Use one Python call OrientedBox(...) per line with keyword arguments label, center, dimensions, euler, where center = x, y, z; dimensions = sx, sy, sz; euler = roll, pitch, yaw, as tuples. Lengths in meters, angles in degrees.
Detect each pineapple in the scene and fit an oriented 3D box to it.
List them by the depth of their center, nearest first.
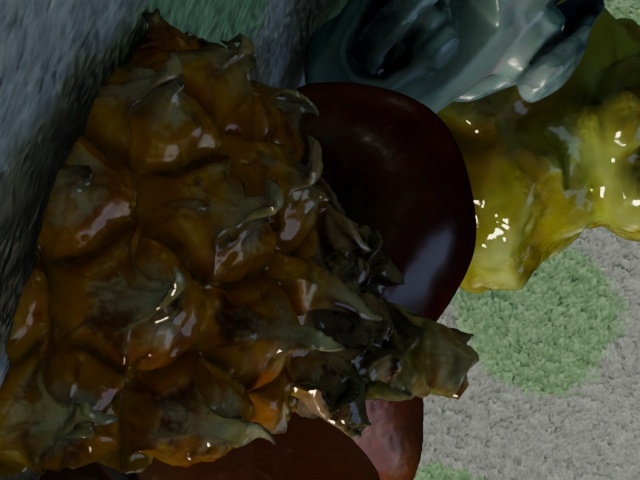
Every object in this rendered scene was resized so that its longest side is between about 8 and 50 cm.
OrientedBox(label="pineapple", center=(-0.018, -0.002, 0.664), dimensions=(0.250, 0.164, 0.139), euler=(-45, 149, -66))

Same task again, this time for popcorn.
OrientedBox(label="popcorn", center=(0.147, -0.087, 1.297), dimensions=(0.225, 0.276, 0.276), euler=(70, 42, -88))

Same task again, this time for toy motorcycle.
OrientedBox(label="toy motorcycle", center=(0.073, -0.130, 1.073), dimensions=(0.260, 0.154, 0.206), euler=(-38, 174, -44))

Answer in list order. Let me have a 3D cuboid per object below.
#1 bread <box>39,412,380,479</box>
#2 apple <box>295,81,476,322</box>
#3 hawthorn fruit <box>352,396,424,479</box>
OrientedBox(label="bread", center=(-0.059, 0.166, 0.804), dimensions=(0.123, 0.190, 0.244), euler=(-12, 148, -36))
OrientedBox(label="apple", center=(0.007, 0.001, 0.942), dimensions=(0.158, 0.147, 0.156), euler=(89, 3, -77))
OrientedBox(label="hawthorn fruit", center=(-0.009, 0.092, 1.155), dimensions=(0.203, 0.163, 0.162), euler=(78, 31, -49))
